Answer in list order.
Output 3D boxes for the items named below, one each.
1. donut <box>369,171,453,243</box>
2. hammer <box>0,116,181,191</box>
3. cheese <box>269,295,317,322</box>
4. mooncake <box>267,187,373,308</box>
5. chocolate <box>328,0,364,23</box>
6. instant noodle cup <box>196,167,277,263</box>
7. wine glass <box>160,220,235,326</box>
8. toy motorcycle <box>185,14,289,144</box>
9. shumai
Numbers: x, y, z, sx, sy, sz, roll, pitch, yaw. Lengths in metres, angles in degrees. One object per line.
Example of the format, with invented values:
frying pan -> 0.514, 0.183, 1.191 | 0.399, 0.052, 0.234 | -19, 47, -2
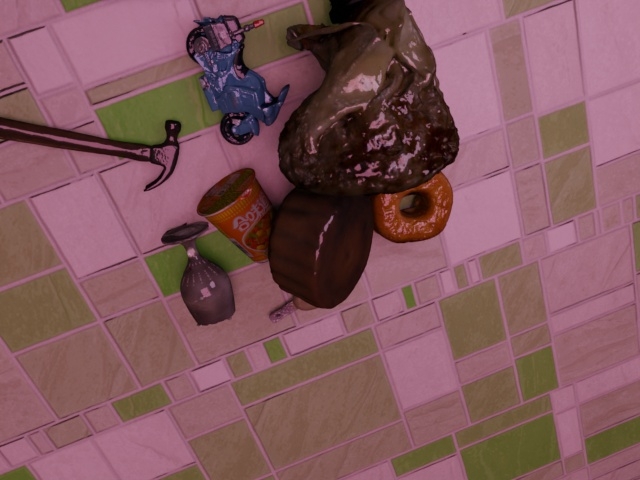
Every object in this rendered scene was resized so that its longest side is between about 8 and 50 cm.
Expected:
donut -> 0.221, -0.095, 1.256 | 0.227, 0.114, 0.226 | -3, 110, -9
hammer -> -0.534, -0.219, 1.091 | 0.441, 0.044, 0.168 | 9, 107, -14
cheese -> -0.051, 0.160, 1.335 | 0.192, 0.037, 0.097 | -32, 112, 1
mooncake -> 0.000, 0.000, 1.153 | 0.161, 0.290, 0.290 | 18, 111, 26
chocolate -> 0.075, -0.549, 1.055 | 0.156, 0.156, 0.133 | -17, 97, -5
instant noodle cup -> -0.166, -0.049, 1.177 | 0.168, 0.168, 0.185 | -35, 121, 3
wine glass -> -0.287, 0.083, 1.212 | 0.127, 0.126, 0.241 | -18, 113, -5
toy motorcycle -> -0.168, -0.350, 1.077 | 0.182, 0.123, 0.272 | -18, 114, 7
shumai -> 0.101, -0.298, 1.003 | 0.396, 0.395, 0.347 | -8, 122, -9
